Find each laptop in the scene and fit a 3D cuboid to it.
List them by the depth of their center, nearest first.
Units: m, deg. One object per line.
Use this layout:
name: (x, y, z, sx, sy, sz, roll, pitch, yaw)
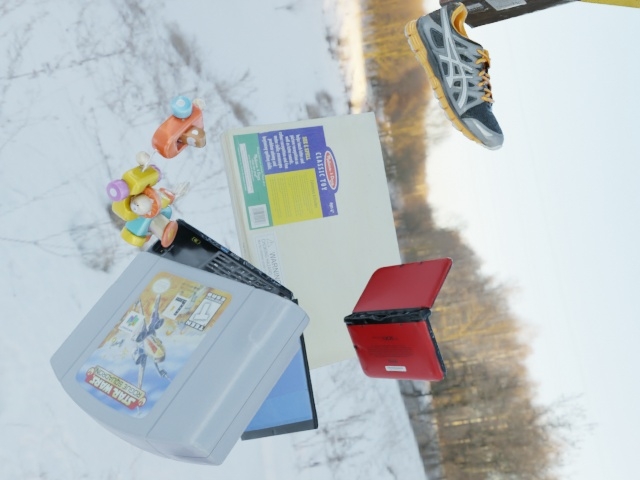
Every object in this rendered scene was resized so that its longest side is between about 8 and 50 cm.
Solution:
laptop: (-0.137, 0.128, 0.898, 0.264, 0.234, 0.136, 35, 58, -15)

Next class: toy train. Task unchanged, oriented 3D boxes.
toy train: (-0.142, -0.054, 0.668, 0.125, 0.046, 0.166, -49, 169, -29)

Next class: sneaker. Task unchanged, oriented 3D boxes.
sneaker: (0.190, -0.217, 0.920, 0.084, 0.083, 0.215, -9, 71, -63)

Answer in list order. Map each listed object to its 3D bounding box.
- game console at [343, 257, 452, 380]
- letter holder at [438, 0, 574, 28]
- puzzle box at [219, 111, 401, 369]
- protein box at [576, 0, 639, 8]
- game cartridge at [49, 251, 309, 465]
game console: (0.106, 0.098, 0.856, 0.085, 0.144, 0.124, -24, 97, -36)
letter holder: (0.389, -0.557, 1.314, 0.152, 0.302, 0.214, 5, 83, -53)
puzzle box: (0.000, 0.000, 1.171, 0.052, 0.272, 0.409, -5, -85, 66)
protein box: (0.343, -0.393, 0.846, 0.136, 0.200, 0.201, 107, -24, -43)
game cartridge: (-0.171, 0.121, 0.764, 0.198, 0.297, 0.062, -52, 132, -25)
